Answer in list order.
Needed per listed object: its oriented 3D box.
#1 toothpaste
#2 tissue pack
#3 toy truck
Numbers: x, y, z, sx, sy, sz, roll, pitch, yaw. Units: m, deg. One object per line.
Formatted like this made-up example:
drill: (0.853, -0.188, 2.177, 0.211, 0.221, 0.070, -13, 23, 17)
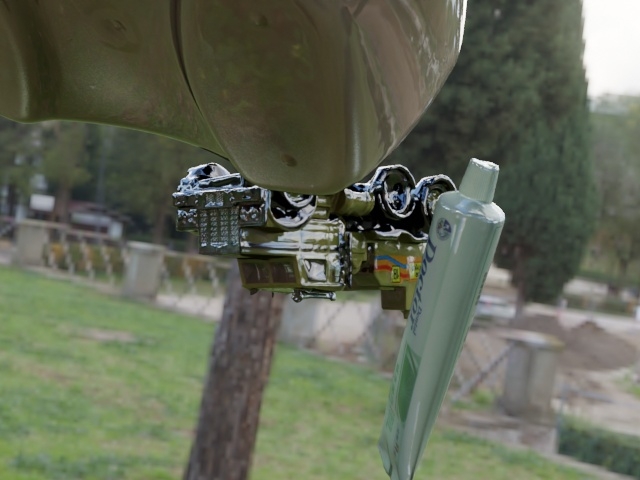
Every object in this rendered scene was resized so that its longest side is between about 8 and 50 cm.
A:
toothpaste: (0.069, 0.053, 0.800, 0.041, 0.218, 0.064, 8, 22, -17)
tissue pack: (-0.086, -0.216, 0.909, 0.387, 0.277, 0.267, 16, -38, 22)
toy truck: (-0.001, -0.005, 1.130, 0.127, 0.127, 0.257, -2, -8, 42)
